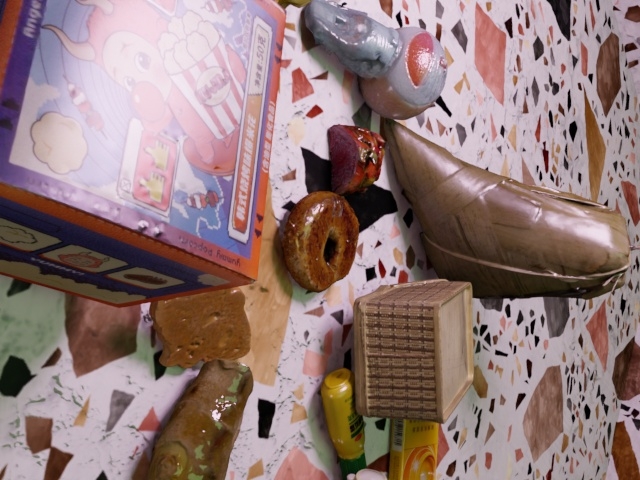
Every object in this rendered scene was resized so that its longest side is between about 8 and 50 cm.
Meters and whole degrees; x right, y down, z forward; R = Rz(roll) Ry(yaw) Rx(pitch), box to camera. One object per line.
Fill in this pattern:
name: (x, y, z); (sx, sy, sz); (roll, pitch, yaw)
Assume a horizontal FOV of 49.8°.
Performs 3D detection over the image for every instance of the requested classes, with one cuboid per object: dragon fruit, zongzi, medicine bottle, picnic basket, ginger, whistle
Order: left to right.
ginger: (-0.176, 0.297, 0.977); (0.116, 0.109, 0.263); (30, 64, -18)
medicine bottle: (0.051, 0.369, 1.291); (0.095, 0.064, 0.261); (-44, 129, -60)
dragon fruit: (0.079, -0.150, 1.297); (0.102, 0.096, 0.147); (-25, 111, -52)
whistle: (0.119, -0.349, 1.303); (0.347, 0.189, 0.189); (26, 70, -36)
picnic basket: (0.183, 0.203, 1.337); (0.313, 0.175, 0.228); (-11, 99, -66)
zongzi: (0.406, -0.076, 1.380); (0.467, 0.499, 0.218); (58, 43, -33)

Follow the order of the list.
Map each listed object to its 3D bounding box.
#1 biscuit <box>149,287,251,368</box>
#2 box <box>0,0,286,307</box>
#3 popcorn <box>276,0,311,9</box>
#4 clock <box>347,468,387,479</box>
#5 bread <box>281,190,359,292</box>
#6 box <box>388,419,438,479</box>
biscuit: (-0.168, 0.122, 1.008); (0.162, 0.035, 0.250); (-48, 145, -6)
box: (-0.238, -0.140, 0.739); (0.318, 0.256, 0.349); (27, 59, -46)
popcorn: (-0.058, -0.516, 1.033); (0.293, 0.292, 0.334); (-46, 143, 17)
clock: (0.051, 0.571, 1.212); (0.276, 0.120, 0.379); (-51, 142, -45)
bread: (0.000, 0.000, 1.231); (0.193, 0.063, 0.193); (-13, 106, -51)
box: (0.201, 0.481, 1.489); (0.152, 0.043, 0.269); (14, 79, -50)
